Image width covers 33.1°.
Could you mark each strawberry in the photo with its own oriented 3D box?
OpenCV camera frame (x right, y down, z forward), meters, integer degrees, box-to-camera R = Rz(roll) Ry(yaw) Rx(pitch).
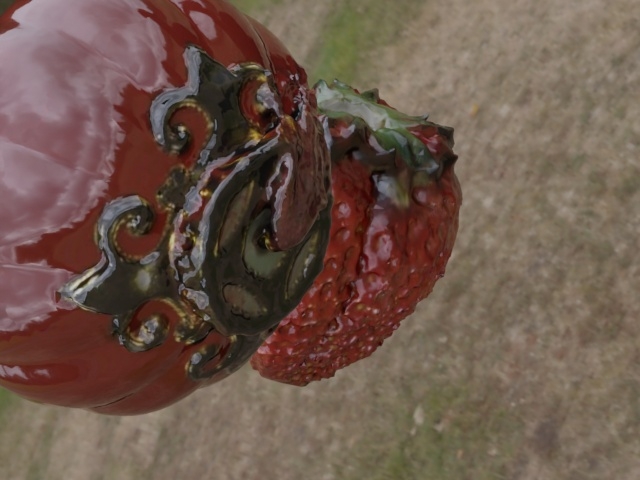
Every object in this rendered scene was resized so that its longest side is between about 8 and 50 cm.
[{"bbox_3d":[0.000,0.000,1.047,0.238,0.250,0.289,-133,48,-56],"label":"strawberry"}]

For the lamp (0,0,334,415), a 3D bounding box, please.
[{"bbox_3d":[-0.091,-0.021,0.543,0.227,0.226,0.227,-39,38,38],"label":"lamp"}]
